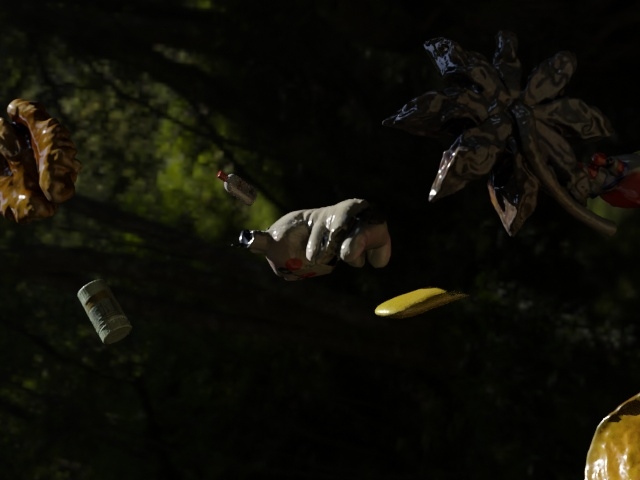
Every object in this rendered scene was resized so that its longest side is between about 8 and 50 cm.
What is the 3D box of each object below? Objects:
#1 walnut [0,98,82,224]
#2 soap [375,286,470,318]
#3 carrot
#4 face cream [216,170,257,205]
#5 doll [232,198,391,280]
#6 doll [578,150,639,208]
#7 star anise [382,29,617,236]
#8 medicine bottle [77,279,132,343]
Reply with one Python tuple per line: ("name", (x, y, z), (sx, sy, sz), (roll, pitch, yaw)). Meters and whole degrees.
("walnut", (-0.368, -0.100, 1.599), (0.143, 0.170, 0.069), (-45, -32, 17))
("soap", (0.169, 0.100, 2.075), (0.168, 0.089, 0.033), (-17, -77, -34))
("carrot", (0.500, 0.316, 1.703), (0.340, 0.241, 0.242), (4, -86, -60))
("face cream", (-0.153, -0.099, 2.265), (0.083, 0.021, 0.040), (36, -133, -23))
("doll", (0.000, 0.000, 1.663), (0.149, 0.192, 0.095), (4, -102, -58))
("doll", (0.332, -0.067, 1.357), (0.194, 0.062, 0.104), (1, -46, -30))
("star anise", (0.191, -0.102, 1.178), (0.230, 0.262, 0.081), (-42, -6, -27))
("medicine bottle", (-0.305, 0.101, 1.758), (0.047, 0.083, 0.047), (-29, -21, -13))
